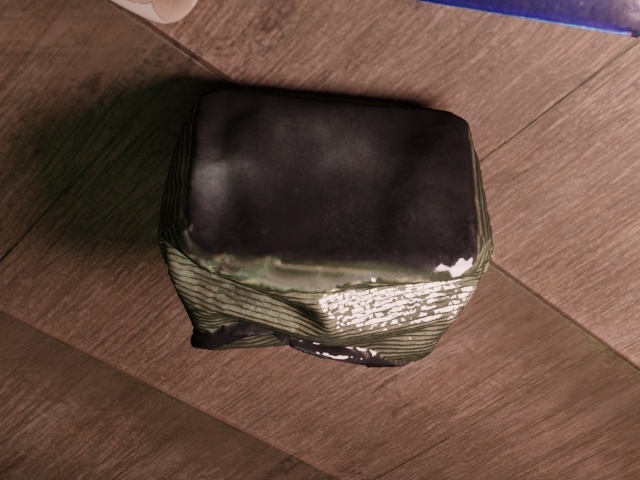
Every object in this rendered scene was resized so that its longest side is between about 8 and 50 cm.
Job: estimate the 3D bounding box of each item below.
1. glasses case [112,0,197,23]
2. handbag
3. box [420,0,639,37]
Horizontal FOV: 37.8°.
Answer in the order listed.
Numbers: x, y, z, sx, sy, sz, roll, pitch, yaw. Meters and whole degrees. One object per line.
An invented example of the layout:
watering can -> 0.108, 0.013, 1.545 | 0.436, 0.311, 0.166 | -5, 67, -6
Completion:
glasses case -> -0.203, -0.275, 0.866 | 0.204, 0.051, 0.081 | 27, 130, -23
handbag -> 0.000, 0.000, 1.014 | 0.340, 0.247, 0.240 | 4, 146, -6
box -> 0.187, -0.327, 0.770 | 0.261, 0.116, 0.279 | 7, 136, -7
